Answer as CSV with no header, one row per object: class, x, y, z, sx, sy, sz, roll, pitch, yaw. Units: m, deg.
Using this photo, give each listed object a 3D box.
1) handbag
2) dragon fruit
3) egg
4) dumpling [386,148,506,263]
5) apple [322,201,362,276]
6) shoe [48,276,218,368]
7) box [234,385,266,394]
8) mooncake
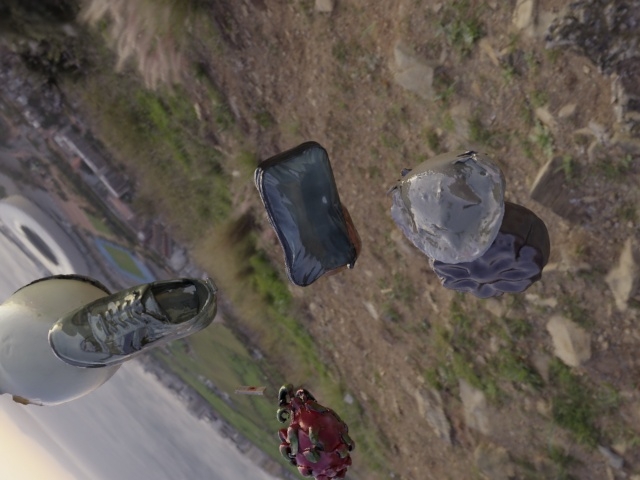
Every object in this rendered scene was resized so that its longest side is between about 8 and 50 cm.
handbag,-0.026,-0.052,1.556,0.075,0.191,0.333,17,130,57
dragon fruit,-0.022,0.556,1.911,0.273,0.218,0.198,-125,26,-45
egg,-0.524,0.210,1.353,0.174,0.286,0.265,6,110,60
dumpling,0.267,-0.079,1.348,0.292,0.163,0.205,-21,109,51
apple,0.000,0.000,1.984,0.253,0.253,0.254,32,150,21
shoe,-0.288,0.120,1.060,0.103,0.274,0.098,62,151,15
box,-0.201,0.431,1.922,0.083,0.012,0.046,1,-175,8
mooncake,0.390,0.031,1.563,0.282,0.141,0.283,9,148,6
